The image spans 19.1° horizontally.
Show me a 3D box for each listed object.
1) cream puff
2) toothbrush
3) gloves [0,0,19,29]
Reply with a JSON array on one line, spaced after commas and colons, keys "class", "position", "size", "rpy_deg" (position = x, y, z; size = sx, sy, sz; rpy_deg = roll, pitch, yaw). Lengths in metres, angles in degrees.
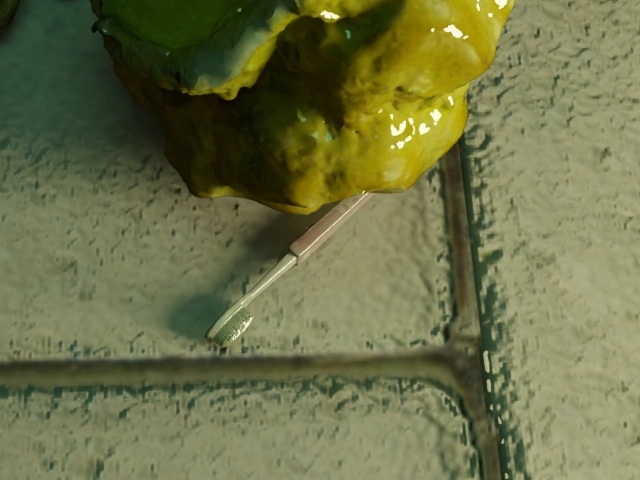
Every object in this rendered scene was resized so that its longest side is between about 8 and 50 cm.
[{"class": "cream puff", "position": [-0.032, -0.139, 1.095], "size": [0.185, 0.282, 0.282], "rpy_deg": [-24, 62, -44]}, {"class": "toothbrush", "position": [-0.001, -0.001, 1.160], "size": [0.017, 0.014, 0.194], "rpy_deg": [37, 63, 16]}, {"class": "gloves", "position": [-0.274, -0.285, 1.219], "size": [0.154, 0.141, 0.331], "rpy_deg": [-22, 92, -11]}]
